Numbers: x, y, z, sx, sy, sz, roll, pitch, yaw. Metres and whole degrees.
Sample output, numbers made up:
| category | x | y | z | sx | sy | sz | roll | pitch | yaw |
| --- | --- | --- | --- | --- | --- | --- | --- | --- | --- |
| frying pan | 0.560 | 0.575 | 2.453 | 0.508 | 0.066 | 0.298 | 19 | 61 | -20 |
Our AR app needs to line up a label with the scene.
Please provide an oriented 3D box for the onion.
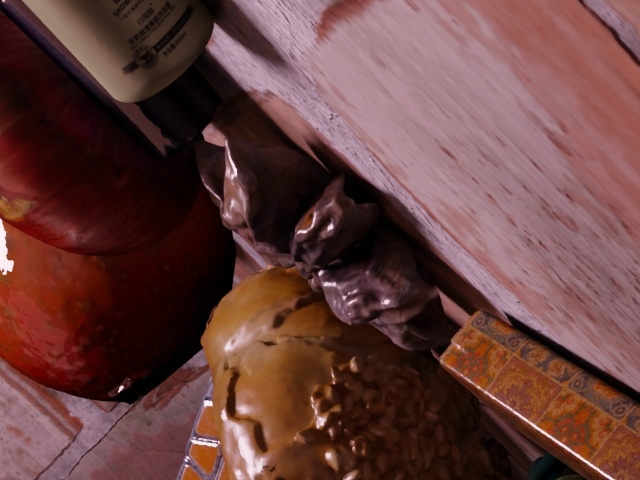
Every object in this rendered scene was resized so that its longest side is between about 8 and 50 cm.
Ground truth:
| category | x | y | z | sx | sy | sz | roll | pitch | yaw |
| --- | --- | --- | --- | --- | --- | --- | --- | --- | --- |
| onion | -0.196 | -0.089 | 1.163 | 0.248 | 0.161 | 0.248 | 21 | -143 | -16 |

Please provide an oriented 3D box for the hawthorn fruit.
| category | x | y | z | sx | sy | sz | roll | pitch | yaw |
| --- | --- | --- | --- | --- | --- | --- | --- | --- | --- |
| hawthorn fruit | -0.217 | 0.020 | 1.523 | 0.316 | 0.316 | 0.316 | 43 | 172 | 7 |

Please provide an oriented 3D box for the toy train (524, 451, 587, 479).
| category | x | y | z | sx | sy | sz | roll | pitch | yaw |
| --- | --- | --- | --- | --- | --- | --- | --- | --- | --- |
| toy train | 0.176 | 0.269 | 1.128 | 0.120 | 0.194 | 0.298 | 40 | 171 | 33 |

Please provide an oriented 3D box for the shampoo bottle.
| category | x | y | z | sx | sy | sz | roll | pitch | yaw |
| --- | --- | --- | --- | --- | --- | --- | --- | --- | --- |
| shampoo bottle | -0.138 | -0.159 | 0.889 | 0.162 | 0.079 | 0.079 | 48 | 171 | -24 |

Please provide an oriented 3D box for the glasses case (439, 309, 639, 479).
| category | x | y | z | sx | sy | sz | roll | pitch | yaw |
| --- | --- | --- | --- | --- | --- | --- | --- | --- | --- |
| glasses case | 0.160 | 0.110 | 0.896 | 0.075 | 0.049 | 0.218 | 41 | 175 | -34 |

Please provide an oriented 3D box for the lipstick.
| category | x | y | z | sx | sy | sz | roll | pitch | yaw |
| --- | --- | --- | --- | --- | --- | --- | --- | --- | --- |
| lipstick | -0.227 | -0.222 | 1.033 | 0.418 | 0.077 | 0.077 | 47 | 172 | -14 |

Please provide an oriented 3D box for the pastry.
| category | x | y | z | sx | sy | sz | roll | pitch | yaw |
| --- | --- | --- | --- | --- | --- | --- | --- | --- | --- |
| pastry | 0.035 | 0.133 | 1.178 | 0.255 | 0.162 | 0.311 | 37 | -163 | -33 |

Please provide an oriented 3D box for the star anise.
| category | x | y | z | sx | sy | sz | roll | pitch | yaw |
| --- | --- | --- | --- | --- | --- | --- | --- | --- | --- |
| star anise | -0.005 | -0.007 | 1.040 | 0.212 | 0.073 | 0.197 | 31 | 168 | 49 |

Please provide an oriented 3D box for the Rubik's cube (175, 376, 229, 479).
| category | x | y | z | sx | sy | sz | roll | pitch | yaw |
| --- | --- | --- | --- | --- | --- | --- | --- | --- | --- |
| Rubik's cube | -0.020 | 0.255 | 1.791 | 0.319 | 0.319 | 0.264 | 33 | 139 | 56 |
